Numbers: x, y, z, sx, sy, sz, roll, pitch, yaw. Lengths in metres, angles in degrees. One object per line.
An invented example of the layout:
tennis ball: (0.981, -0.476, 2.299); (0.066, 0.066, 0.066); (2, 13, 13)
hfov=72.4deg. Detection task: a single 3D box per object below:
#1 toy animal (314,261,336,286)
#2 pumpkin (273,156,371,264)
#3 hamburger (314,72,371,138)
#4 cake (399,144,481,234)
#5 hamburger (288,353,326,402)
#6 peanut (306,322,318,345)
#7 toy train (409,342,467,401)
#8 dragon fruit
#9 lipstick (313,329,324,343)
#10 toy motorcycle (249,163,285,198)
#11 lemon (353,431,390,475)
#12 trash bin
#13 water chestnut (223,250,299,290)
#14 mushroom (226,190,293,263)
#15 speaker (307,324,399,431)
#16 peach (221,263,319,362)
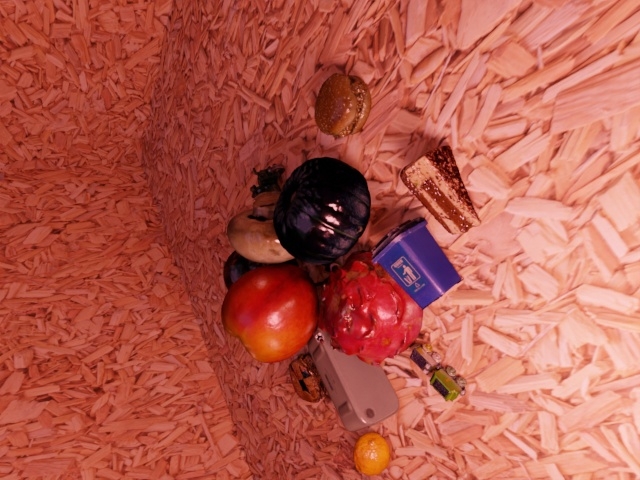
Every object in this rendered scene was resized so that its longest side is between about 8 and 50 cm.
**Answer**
toy animal: (0.053, 0.177, 1.699); (0.232, 0.085, 0.148); (58, 140, 30)
pumpkin: (0.000, -0.104, 1.484); (0.363, 0.266, 0.363); (-33, 48, 46)
hamburger: (0.067, -0.454, 1.446); (0.215, 0.122, 0.189); (-51, 57, 46)
cake: (0.317, -0.126, 1.187); (0.112, 0.135, 0.245); (-30, 77, 53)
hamburger: (-0.062, 0.628, 1.990); (0.231, 0.107, 0.230); (22, 121, 42)
peanut: (-0.095, 0.365, 1.871); (0.122, 0.253, 0.137); (116, 171, -73)
toy train: (0.357, 0.401, 1.345); (0.202, 0.081, 0.060); (45, 135, 38)
dragon fruit: (0.134, 0.236, 1.455); (0.371, 0.249, 0.386); (50, 127, 31)
lipstick: (-0.002, 0.335, 1.492); (0.025, 0.025, 0.107); (58, 173, -9)
toy motorcycle: (-0.229, -0.203, 1.937); (0.275, 0.127, 0.205); (-49, 58, 53)
lemon: (0.192, 0.814, 1.657); (0.142, 0.142, 0.187); (41, 134, 41)
trash bin: (0.288, 0.064, 1.278); (0.234, 0.184, 0.162); (53, 140, 14)
water chestnut: (-0.254, 0.156, 1.984); (0.302, 0.351, 0.350); (38, -151, -75)
mushroom: (-0.194, -0.050, 1.738); (0.352, 0.352, 0.260); (28, 133, 48)
speaker: (0.106, 0.500, 1.650); (0.406, 0.183, 0.184); (61, 148, 23)
peach: (-0.175, 0.260, 1.654); (0.388, 0.388, 0.388); (22, 118, 50)
